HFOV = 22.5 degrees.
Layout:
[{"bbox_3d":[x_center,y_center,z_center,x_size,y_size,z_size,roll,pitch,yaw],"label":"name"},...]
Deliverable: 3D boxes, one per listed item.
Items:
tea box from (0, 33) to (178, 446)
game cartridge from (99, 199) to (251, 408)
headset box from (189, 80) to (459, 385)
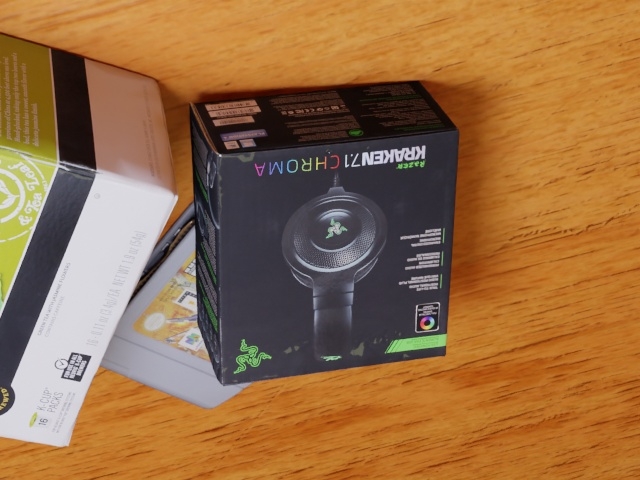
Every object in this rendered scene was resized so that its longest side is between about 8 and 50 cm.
[{"bbox_3d":[-0.349,-0.013,1.546,0.323,0.220,0.329,14,121,-20],"label":"tea box"},{"bbox_3d":[-0.108,0.066,1.783,0.198,0.062,0.297,28,121,-24],"label":"game cartridge"},{"bbox_3d":[0.000,0.000,1.636,0.246,0.131,0.283,-6,120,-14],"label":"headset box"}]
